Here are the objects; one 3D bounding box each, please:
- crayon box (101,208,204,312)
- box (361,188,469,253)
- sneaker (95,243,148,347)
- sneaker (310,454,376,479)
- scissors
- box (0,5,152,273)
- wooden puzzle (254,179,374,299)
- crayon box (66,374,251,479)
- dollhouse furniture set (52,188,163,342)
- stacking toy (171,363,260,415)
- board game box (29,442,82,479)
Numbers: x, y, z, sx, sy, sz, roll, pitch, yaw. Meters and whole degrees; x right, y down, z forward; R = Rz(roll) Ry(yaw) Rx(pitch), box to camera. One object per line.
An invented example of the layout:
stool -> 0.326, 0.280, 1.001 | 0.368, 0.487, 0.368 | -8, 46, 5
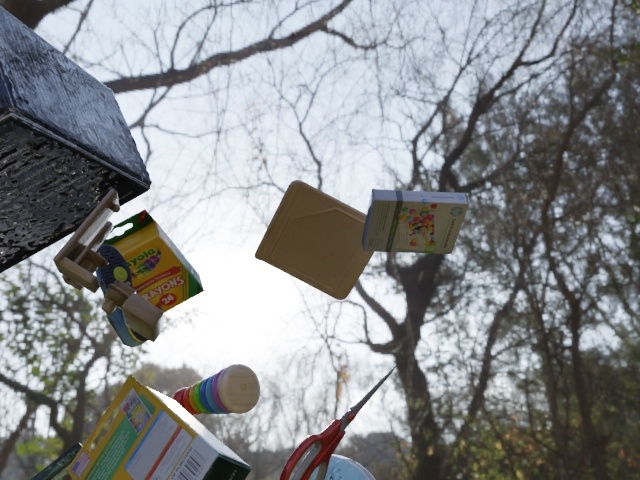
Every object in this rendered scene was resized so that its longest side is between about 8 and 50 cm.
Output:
crayon box -> -0.492, 0.078, 1.896 | 0.202, 0.081, 0.318 | -28, -45, 2
box -> 0.184, -0.035, 1.343 | 0.186, 0.038, 0.145 | 2, -44, -7
sneaker -> -0.400, 0.112, 1.312 | 0.082, 0.209, 0.069 | -19, 6, 36
sneaker -> 0.052, 0.558, 1.414 | 0.150, 0.135, 0.366 | 33, 0, -33
scissors -> 0.037, 0.311, 1.159 | 0.021, 0.297, 0.109 | 19, -28, 44
box -> -0.682, -0.166, 1.332 | 0.480, 0.297, 0.472 | -28, -17, 7
wooden puzzle -> 0.000, 0.000, 1.507 | 0.239, 0.044, 0.220 | 25, -63, -7
crayon box -> -0.275, 0.378, 1.107 | 0.323, 0.203, 0.083 | 20, -15, 49
dollhouse furniture set -> -0.263, 0.040, 0.949 | 0.151, 0.123, 0.144 | 32, -23, -1
stacking toy -> -0.327, 0.461, 2.002 | 0.141, 0.141, 0.330 | 19, -30, -39
board game box -> -0.545, 0.477, 1.317 | 0.186, 0.026, 0.126 | -38, -10, -32
